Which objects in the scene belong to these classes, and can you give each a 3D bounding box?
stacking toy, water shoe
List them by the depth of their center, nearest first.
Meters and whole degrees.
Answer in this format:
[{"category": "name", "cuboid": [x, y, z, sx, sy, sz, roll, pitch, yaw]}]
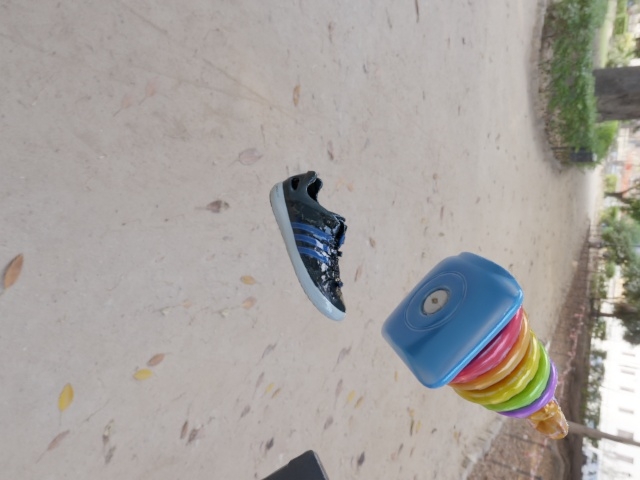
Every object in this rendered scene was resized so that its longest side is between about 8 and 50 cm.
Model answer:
[{"category": "water shoe", "cuboid": [0.000, 0.000, 0.537, 0.203, 0.080, 0.073, 66, 10, 16]}, {"category": "stacking toy", "cuboid": [0.244, 0.173, 0.564, 0.166, 0.175, 0.302, -46, 106, 0]}]

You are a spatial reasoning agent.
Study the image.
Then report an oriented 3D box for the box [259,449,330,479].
[{"category": "box", "cuboid": [-0.040, 0.512, 0.469, 0.293, 0.212, 0.396, -25, 107, -13]}]
